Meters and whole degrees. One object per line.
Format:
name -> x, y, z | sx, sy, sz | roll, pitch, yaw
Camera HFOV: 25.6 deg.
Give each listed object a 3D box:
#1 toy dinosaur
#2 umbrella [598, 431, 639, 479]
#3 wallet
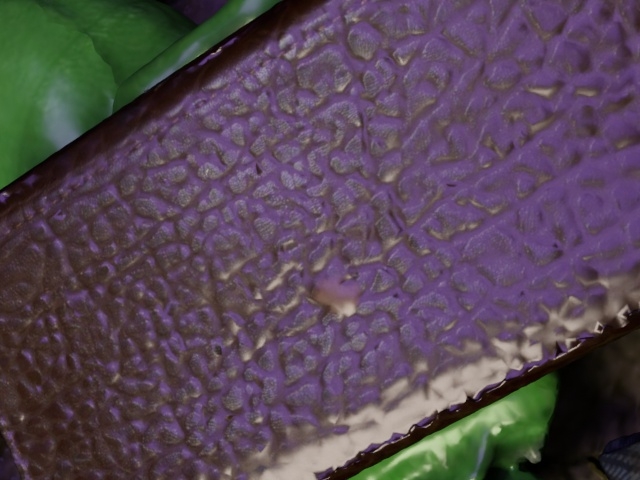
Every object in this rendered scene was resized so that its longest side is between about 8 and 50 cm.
toy dinosaur -> -0.137, 0.009, 0.589 | 0.500, 0.144, 0.374 | -26, 77, 38
umbrella -> 0.133, 0.154, 0.372 | 0.080, 0.071, 0.224 | -21, 70, 52
wallet -> 0.000, 0.000, 0.405 | 0.243, 0.039, 0.133 | -31, 82, 18
